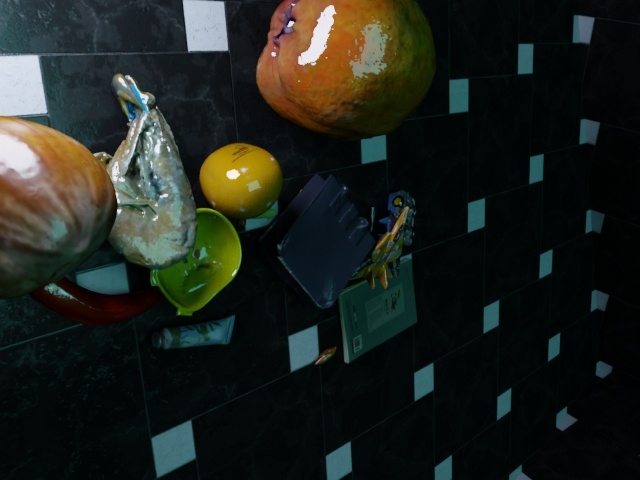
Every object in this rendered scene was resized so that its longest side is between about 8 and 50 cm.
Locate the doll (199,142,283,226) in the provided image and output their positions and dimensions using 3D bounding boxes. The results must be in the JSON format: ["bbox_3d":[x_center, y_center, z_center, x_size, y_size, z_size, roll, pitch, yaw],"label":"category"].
[{"bbox_3d":[-0.198,-0.125,1.592,0.213,0.213,0.236,-30,134,-36],"label":"doll"}]

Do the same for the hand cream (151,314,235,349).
[{"bbox_3d":[-0.332,0.248,1.641,0.256,0.055,0.088,0,103,-50],"label":"hand cream"}]

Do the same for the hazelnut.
[{"bbox_3d":[-0.573,-0.063,1.152,0.372,0.372,0.315,-55,159,-21],"label":"hazelnut"}]

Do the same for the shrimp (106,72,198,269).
[{"bbox_3d":[-0.405,-0.151,1.391,0.221,0.110,0.446,-11,88,-33],"label":"shrimp"}]

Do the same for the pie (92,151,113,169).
[{"bbox_3d":[-0.495,-0.099,1.410,0.195,0.046,0.195,-11,107,-41],"label":"pie"}]

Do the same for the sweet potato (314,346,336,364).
[{"bbox_3d":[0.015,0.378,2.005,0.095,0.034,0.034,-32,120,-22],"label":"sweet potato"}]

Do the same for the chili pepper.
[{"bbox_3d":[-0.531,0.125,1.409,0.368,0.091,0.137,30,56,-49],"label":"chili pepper"}]

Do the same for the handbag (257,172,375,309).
[{"bbox_3d":[0.000,0.000,1.850,0.329,0.122,0.303,-53,128,-22],"label":"handbag"}]

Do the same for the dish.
[{"bbox_3d":[-0.332,0.047,1.552,0.262,0.108,0.221,-53,129,-24],"label":"dish"}]

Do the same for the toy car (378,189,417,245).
[{"bbox_3d":[0.263,-0.075,2.110,0.097,0.100,0.191,31,58,-42],"label":"toy car"}]

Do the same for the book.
[{"bbox_3d":[0.208,0.240,2.160,0.379,0.031,0.264,-21,113,-39],"label":"book"}]

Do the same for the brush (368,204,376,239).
[{"bbox_3d":[0.169,-0.023,2.077,0.063,0.016,0.194,-4,101,-44],"label":"brush"}]

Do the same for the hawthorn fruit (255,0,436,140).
[{"bbox_3d":[0.072,-0.462,1.599,0.471,0.471,0.472,-11,106,-42],"label":"hawthorn fruit"}]

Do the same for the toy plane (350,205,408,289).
[{"bbox_3d":[0.213,0.009,1.997,0.204,0.103,0.316,1,122,-27],"label":"toy plane"}]
